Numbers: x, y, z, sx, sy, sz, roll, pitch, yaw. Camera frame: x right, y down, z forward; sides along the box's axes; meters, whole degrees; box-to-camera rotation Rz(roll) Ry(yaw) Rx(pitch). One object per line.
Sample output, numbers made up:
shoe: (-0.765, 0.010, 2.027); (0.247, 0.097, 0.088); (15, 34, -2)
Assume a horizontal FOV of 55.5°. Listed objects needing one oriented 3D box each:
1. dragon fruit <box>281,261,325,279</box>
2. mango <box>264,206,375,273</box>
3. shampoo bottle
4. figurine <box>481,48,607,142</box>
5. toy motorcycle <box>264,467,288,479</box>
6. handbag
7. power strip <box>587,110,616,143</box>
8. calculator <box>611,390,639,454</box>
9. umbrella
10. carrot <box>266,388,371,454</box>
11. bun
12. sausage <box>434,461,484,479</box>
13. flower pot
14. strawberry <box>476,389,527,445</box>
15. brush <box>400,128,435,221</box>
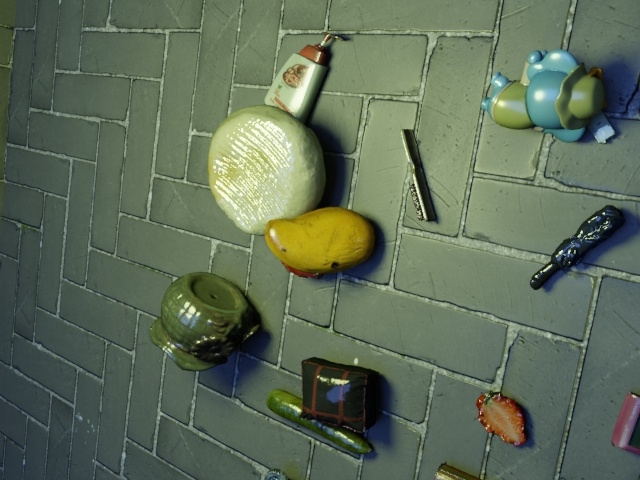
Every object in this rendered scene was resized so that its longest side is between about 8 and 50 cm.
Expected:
dragon fruit: (-0.050, 0.041, 1.713); (0.166, 0.133, 0.136); (48, 110, 25)
mango: (0.000, 0.001, 1.611); (0.294, 0.120, 0.177); (-3, 84, -8)
shampoo bottle: (-0.040, -0.467, 1.718); (0.153, 0.071, 0.284); (46, 117, 23)
figurine: (0.477, -0.319, 1.313); (0.262, 0.153, 0.180); (25, 110, 35)
toy motorcycle: (-0.097, 0.806, 1.793); (0.239, 0.108, 0.204); (46, 116, 25)
handbag: (0.048, 0.418, 1.644); (0.215, 0.155, 0.170); (6, 88, 27)
power strip: (0.599, -0.252, 1.313); (0.040, 0.016, 0.090); (-35, 72, 32)
calculator: (0.715, 0.403, 1.254); (0.190, 0.034, 0.127); (20, 102, 27)
umbrella: (0.550, 0.015, 1.333); (0.248, 0.071, 0.071); (-47, 67, 32)
carrot: (-0.008, 0.520, 1.743); (0.358, 0.074, 0.074); (19, 103, 32)
bun: (-0.137, -0.204, 1.704); (0.365, 0.219, 0.365); (9, 111, 24)
sausage: (0.449, 0.626, 1.427); (0.371, 0.082, 0.082); (13, 100, 33)
flower pot: (-0.343, 0.249, 1.839); (0.302, 0.301, 0.213); (41, 113, 27)
strawberry: (0.432, 0.418, 1.446); (0.104, 0.048, 0.152); (-34, 89, 24)
brush: (0.240, -0.165, 1.553); (0.036, 0.043, 0.248); (-20, 80, 41)
